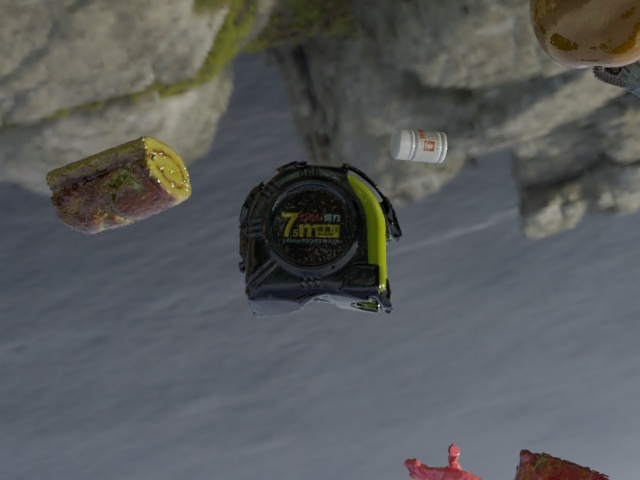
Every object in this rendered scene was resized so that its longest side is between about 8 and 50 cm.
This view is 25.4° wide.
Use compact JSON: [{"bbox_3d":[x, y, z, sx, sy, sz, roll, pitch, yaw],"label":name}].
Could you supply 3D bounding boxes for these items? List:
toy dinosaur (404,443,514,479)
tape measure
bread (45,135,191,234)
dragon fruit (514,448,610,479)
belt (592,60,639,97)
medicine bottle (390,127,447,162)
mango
[{"bbox_3d":[0.239,0.401,2.121,0.286,0.070,0.139,30,143,-9],"label":"toy dinosaur"},{"bbox_3d":[0.000,0.000,1.743,0.199,0.186,0.112,1,165,1],"label":"tape measure"},{"bbox_3d":[-0.287,-0.076,2.032,0.172,0.103,0.132,-19,162,18],"label":"bread"},{"bbox_3d":[0.205,0.256,1.159,0.111,0.153,0.153,-54,175,-16],"label":"dragon fruit"},{"bbox_3d":[0.463,-0.211,1.940,0.053,0.232,0.071,-10,128,-36],"label":"belt"},{"bbox_3d":[0.173,-0.167,2.495,0.089,0.057,0.057,4,161,-15],"label":"medicine bottle"},{"bbox_3d":[0.341,-0.302,1.607,0.139,0.175,0.254,-13,148,-44],"label":"mango"}]
